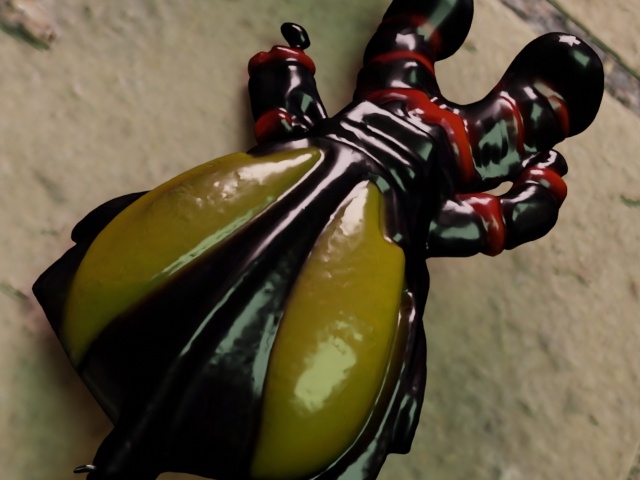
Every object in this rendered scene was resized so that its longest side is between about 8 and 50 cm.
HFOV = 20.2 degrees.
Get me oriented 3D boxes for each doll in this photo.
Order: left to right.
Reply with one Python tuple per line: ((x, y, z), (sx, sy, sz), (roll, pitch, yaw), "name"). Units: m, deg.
((-0.001, -0.003, 0.600), (0.248, 0.127, 0.088), (-44, 132, -32), "doll")
